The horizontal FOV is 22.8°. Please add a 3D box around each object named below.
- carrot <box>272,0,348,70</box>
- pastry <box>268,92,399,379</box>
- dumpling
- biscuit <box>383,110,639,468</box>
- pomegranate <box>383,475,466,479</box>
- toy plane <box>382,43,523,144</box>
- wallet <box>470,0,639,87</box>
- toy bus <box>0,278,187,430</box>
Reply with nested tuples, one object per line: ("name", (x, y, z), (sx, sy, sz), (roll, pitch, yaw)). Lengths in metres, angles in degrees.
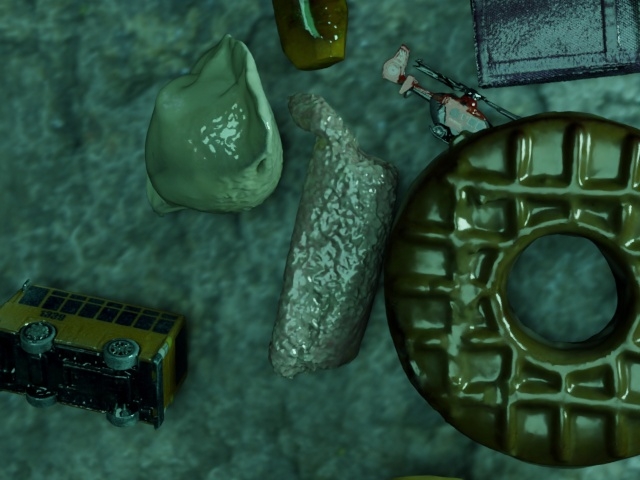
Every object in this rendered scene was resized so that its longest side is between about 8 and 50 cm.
("carrot", (-0.030, -0.288, 1.480), (0.070, 0.070, 0.260), (-16, 88, 14))
("pastry", (0.013, -0.002, 1.470), (0.112, 0.103, 0.265), (5, 96, 6))
("dumpling", (-0.098, -0.108, 1.459), (0.126, 0.216, 0.166), (0, 77, -6))
("biscuit", (0.217, 0.047, 1.409), (0.332, 0.103, 0.332), (1, 99, 8))
("pomegranate", (0.082, 0.321, 1.411), (0.233, 0.233, 0.233), (1, 94, 14))
("toy plane", (0.118, -0.123, 1.468), (0.145, 0.037, 0.060), (33, 96, 8))
("wallet", (0.219, -0.199, 1.441), (0.166, 0.030, 0.111), (-6, 91, 14))
("toy bus", (-0.225, 0.106, 1.529), (0.182, 0.103, 0.091), (11, 125, 13))
